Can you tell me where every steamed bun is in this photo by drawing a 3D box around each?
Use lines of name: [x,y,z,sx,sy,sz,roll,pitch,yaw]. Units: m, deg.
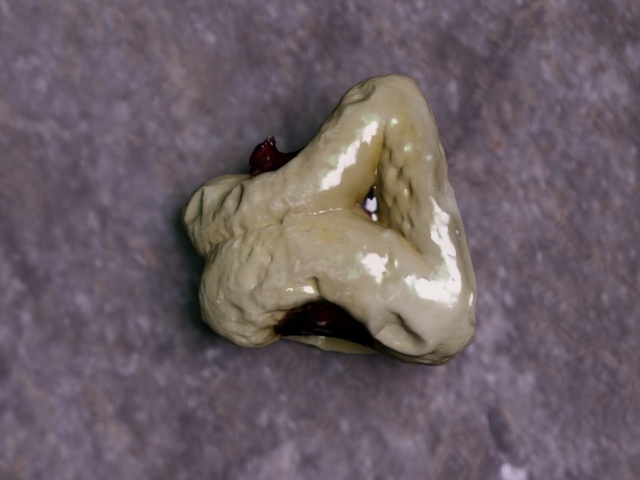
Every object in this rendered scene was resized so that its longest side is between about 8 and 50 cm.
steamed bun: [0.000,0.000,0.755,0.155,0.141,0.172,-12,79,-2]
